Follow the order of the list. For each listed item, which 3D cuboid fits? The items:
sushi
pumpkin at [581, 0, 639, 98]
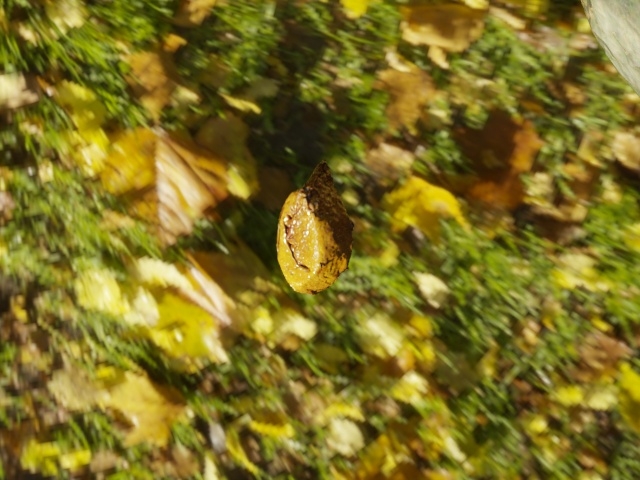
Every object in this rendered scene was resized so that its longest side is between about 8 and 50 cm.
[{"bbox_3d":[0.000,0.000,1.055,0.047,0.050,0.099,-22,138,-41],"label":"sushi"},{"bbox_3d":[0.209,-0.136,0.442,0.323,0.241,0.323,-8,110,-25],"label":"pumpkin"}]
